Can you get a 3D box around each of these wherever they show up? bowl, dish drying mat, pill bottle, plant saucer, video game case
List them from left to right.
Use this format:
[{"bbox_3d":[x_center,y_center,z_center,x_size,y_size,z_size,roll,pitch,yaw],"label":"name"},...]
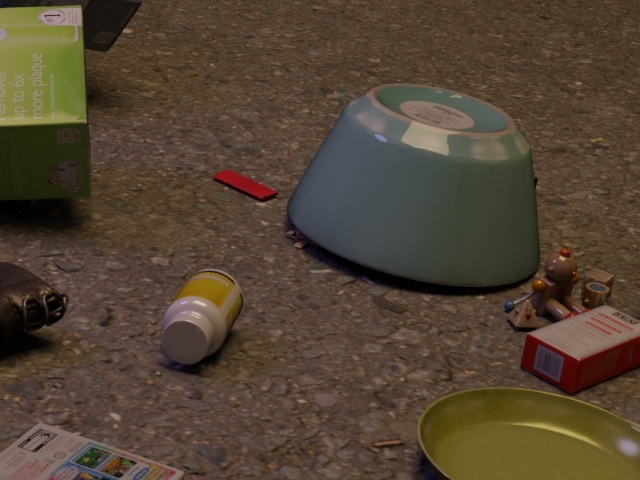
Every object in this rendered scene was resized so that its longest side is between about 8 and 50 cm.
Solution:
[{"bbox_3d":[-0.209,0.208,1.417,0.143,0.019,0.157,17,23,16],"label":"video game case"},{"bbox_3d":[-0.119,0.077,1.700,0.065,0.065,0.116,12,22,7],"label":"pill bottle"},{"bbox_3d":[-0.093,-0.068,2.131,0.083,0.008,0.032,26,28,32],"label":"dish drying mat"},{"bbox_3d":[0.127,-0.081,2.029,0.311,0.163,0.311,11,22,-4],"label":"bowl"},{"bbox_3d":[0.203,0.206,1.559,0.241,0.037,0.241,8,22,-3],"label":"plant saucer"}]

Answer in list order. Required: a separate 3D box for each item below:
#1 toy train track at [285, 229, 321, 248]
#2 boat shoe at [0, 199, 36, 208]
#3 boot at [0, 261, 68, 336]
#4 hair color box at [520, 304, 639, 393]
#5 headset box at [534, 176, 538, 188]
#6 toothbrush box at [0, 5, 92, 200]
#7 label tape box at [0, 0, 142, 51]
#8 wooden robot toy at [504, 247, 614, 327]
[{"bbox_3d":[0.000,0.000,1.998,0.083,0.014,0.048,17,24,17],"label":"toy train track"},{"bbox_3d":[-0.391,-0.073,1.974,0.142,0.049,0.040,18,24,15],"label":"boat shoe"},{"bbox_3d":[-0.326,0.079,1.583,0.263,0.091,0.229,25,28,38],"label":"boot"},{"bbox_3d":[0.281,0.113,1.803,0.141,0.043,0.072,-15,33,-43],"label":"hair color box"},{"bbox_3d":[0.231,-0.074,2.240,0.083,0.032,0.062,20,24,26],"label":"headset box"},{"bbox_3d":[-0.404,-0.153,1.939,0.283,0.122,0.206,-3,46,-6],"label":"toothbrush box"},{"bbox_3d":[-0.427,-0.385,2.249,0.333,0.106,0.241,5,46,-48],"label":"label tape box"},{"bbox_3d":[0.277,0.047,1.910,0.173,0.079,0.076,-12,30,-40],"label":"wooden robot toy"}]
